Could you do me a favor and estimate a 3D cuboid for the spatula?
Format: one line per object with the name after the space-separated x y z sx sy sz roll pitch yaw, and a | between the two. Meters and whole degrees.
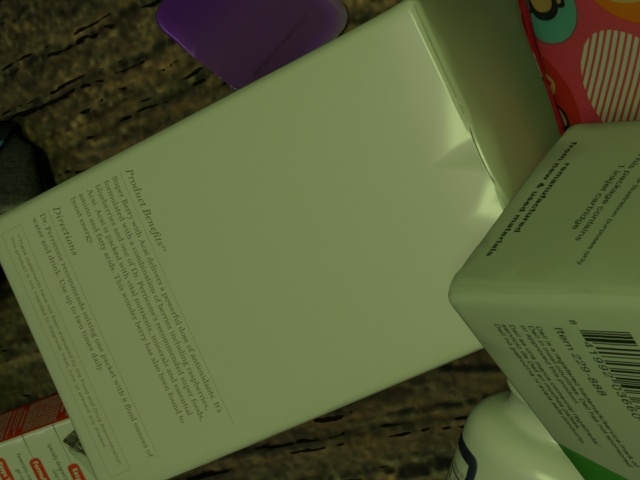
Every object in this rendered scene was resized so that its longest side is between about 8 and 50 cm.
-0.121 -0.185 1.152 0.296 0.030 0.084 33 75 21 | spatula

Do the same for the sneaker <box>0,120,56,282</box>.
-0.216 0.028 1.195 0.121 0.079 0.217 -1 84 5 | sneaker

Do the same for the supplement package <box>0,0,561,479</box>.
0.000 0.000 1.061 0.293 0.175 0.177 -24 88 27 | supplement package

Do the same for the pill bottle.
0.125 0.147 1.070 0.112 0.112 0.186 24 110 19 | pill bottle

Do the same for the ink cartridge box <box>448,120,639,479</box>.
0.231 0.057 0.812 0.289 0.121 0.211 1 135 52 | ink cartridge box

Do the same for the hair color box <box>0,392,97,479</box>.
-0.194 0.160 1.215 0.167 0.053 0.093 -19 110 9 | hair color box

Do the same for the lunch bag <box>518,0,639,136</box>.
0.246 -0.058 0.902 0.293 0.120 0.258 -5 112 54 | lunch bag
